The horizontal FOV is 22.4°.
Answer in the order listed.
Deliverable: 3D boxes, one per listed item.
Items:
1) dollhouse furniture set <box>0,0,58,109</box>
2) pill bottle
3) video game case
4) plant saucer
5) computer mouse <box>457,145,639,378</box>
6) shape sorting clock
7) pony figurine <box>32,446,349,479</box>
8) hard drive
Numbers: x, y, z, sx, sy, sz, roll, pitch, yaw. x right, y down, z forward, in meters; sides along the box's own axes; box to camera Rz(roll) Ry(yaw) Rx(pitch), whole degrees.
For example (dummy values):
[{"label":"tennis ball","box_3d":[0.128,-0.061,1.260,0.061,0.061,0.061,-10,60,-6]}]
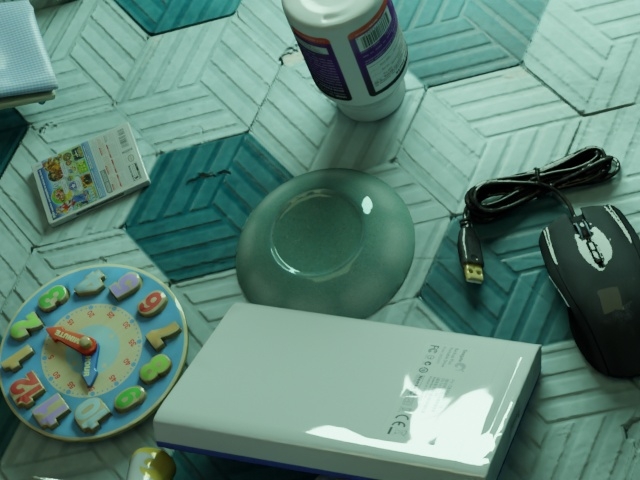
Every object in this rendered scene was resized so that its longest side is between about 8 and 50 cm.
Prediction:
[{"label":"dollhouse furniture set","box_3d":[-0.364,-0.288,1.811,0.286,0.198,0.303,-11,67,-21]},{"label":"pill bottle","box_3d":[0.033,-0.209,1.700,0.108,0.193,0.108,-7,60,12]},{"label":"video game case","box_3d":[-0.258,-0.074,1.815,0.122,0.011,0.087,-24,59,2]},{"label":"plant saucer","box_3d":[0.000,0.000,1.687,0.195,0.037,0.195,-7,61,13]},{"label":"computer mouse","box_3d":[0.232,0.022,1.595,0.184,0.060,0.262,-16,59,6]},{"label":"shape sorting clock","box_3d":[-0.238,0.114,1.689,0.206,0.040,0.206,-7,61,12]},{"label":"pony figurine","box_3d":[-0.121,0.310,1.375,0.351,0.302,0.363,8,20,-1]},{"label":"hard drive","box_3d":[0.030,0.147,1.540,0.319,0.040,0.210,7,33,19]}]
